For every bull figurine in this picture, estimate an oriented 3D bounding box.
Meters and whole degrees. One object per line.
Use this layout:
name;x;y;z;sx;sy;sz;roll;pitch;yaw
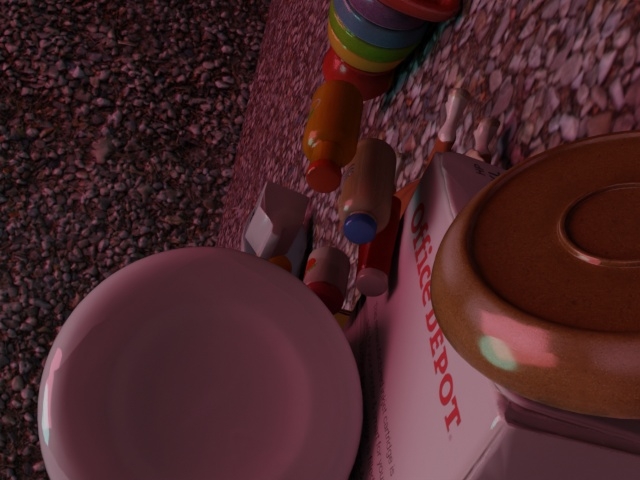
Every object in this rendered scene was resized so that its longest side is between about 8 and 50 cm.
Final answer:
bull figurine;0.134;-0.041;0.888;0.310;0.101;0.188;145;142;-65

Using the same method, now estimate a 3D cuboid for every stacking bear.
stacking bear;0.086;-0.327;1.269;0.289;0.164;0.175;119;161;-57

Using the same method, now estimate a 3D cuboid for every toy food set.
toy food set;0.000;0.000;0.659;0.105;0.111;0.232;-78;14;-48

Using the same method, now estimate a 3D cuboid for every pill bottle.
pill bottle;-0.128;0.166;0.734;0.408;0.229;0.229;134;148;-67

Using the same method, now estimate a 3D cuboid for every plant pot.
plant pot;0.176;-0.001;0.463;0.236;0.236;0.032;-96;-11;-55

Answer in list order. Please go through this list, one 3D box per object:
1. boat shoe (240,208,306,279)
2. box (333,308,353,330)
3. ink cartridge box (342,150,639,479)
boat shoe;-0.099;0.103;1.590;0.156;0.135;0.367;119;151;-52
box;0.000;0.119;0.952;0.058;0.232;0.087;-142;69;-75
ink cartridge box;0.098;0.174;0.652;0.285;0.166;0.395;-92;21;-53
